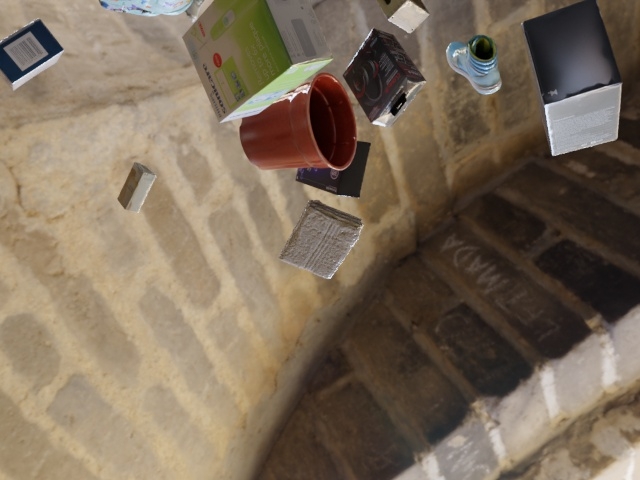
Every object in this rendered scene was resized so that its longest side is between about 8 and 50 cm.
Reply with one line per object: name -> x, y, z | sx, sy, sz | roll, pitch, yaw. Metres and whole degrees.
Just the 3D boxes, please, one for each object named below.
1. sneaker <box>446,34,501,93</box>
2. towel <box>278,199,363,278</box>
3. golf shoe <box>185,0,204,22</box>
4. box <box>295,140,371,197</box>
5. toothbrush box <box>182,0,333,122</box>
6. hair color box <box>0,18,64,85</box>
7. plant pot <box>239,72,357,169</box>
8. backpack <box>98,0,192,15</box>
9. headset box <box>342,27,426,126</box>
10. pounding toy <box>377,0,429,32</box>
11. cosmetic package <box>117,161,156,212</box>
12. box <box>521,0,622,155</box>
sneaker -> 0.583, -0.727, 2.183 | 0.319, 0.127, 0.208 | 58, 177, 38
towel -> 0.000, 0.000, 1.753 | 0.187, 0.282, 0.049 | 23, -136, -10
golf shoe -> -0.427, -0.829, 1.952 | 0.069, 0.086, 0.176 | 40, -143, -56
box -> 0.036, -0.259, 1.914 | 0.261, 0.103, 0.184 | 25, 110, 52
toothbrush box -> -0.137, -0.395, 1.167 | 0.283, 0.122, 0.206 | -18, 96, 51
hair color box -> -0.876, -0.543, 1.690 | 0.105, 0.174, 0.347 | 56, 163, -25
plant pot -> -0.074, -0.320, 1.657 | 0.272, 0.265, 0.272 | 15, -107, -57
backpack -> -0.407, -0.642, 1.325 | 0.191, 0.254, 0.225 | 147, 121, -69
headset box -> 0.226, -0.563, 2.015 | 0.218, 0.110, 0.293 | -51, 52, 39
pounding toy -> 0.200, -0.627, 1.511 | 0.130, 0.100, 0.141 | 5, -126, -49
cosmetic package -> -0.472, -0.136, 1.461 | 0.041, 0.115, 0.060 | 13, -158, -49
box -> 0.781, -0.489, 1.772 | 0.395, 0.212, 0.293 | 28, -128, -61
